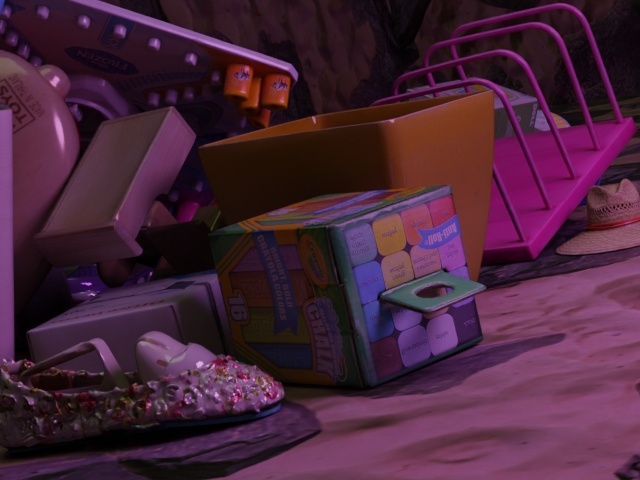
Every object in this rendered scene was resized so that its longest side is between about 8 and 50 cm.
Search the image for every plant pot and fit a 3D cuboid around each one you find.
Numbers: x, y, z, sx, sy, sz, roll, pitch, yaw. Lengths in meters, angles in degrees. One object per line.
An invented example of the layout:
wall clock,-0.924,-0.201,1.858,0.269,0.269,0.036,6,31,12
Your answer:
plant pot,0.041,-0.025,1.429,0.212,0.187,0.212,-6,8,33

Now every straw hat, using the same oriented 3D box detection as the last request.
straw hat,0.302,-0.031,1.565,0.144,0.061,0.144,-12,6,1

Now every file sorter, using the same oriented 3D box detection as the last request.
file sorter,0.180,-0.119,1.685,0.202,0.182,0.291,-8,26,40

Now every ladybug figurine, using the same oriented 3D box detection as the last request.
ladybug figurine,-0.411,-0.013,1.587,0.449,0.305,0.162,-40,-14,12

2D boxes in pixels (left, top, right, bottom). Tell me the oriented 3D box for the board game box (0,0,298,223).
board game box,-0.272,-0.134,1.707,0.390,0.050,0.390,16,-31,-16

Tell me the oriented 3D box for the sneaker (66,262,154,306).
sneaker,-0.265,0.022,2.006,0.095,0.105,0.236,-5,11,41

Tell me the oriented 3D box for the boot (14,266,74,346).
boot,-0.368,0.017,1.725,0.189,0.208,0.076,1,21,26

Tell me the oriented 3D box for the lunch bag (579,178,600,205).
lunch bag,0.276,-0.084,1.920,0.129,0.096,0.151,-6,19,46

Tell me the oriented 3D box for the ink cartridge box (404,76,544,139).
ink cartridge box,0.213,-0.167,1.994,0.109,0.062,0.209,25,26,37

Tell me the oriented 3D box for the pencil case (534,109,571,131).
pencil case,0.247,-0.108,2.096,0.124,0.113,0.273,-17,2,39

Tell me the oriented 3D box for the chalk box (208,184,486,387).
chalk box,0.033,0.035,1.198,0.132,0.132,0.213,-18,8,-38

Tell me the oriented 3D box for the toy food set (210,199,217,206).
toy food set,-0.122,-0.011,2.002,0.104,0.111,0.232,-4,8,11

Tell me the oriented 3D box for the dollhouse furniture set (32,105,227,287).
dollhouse furniture set,-0.146,0.014,1.517,0.212,0.242,0.161,-9,44,35

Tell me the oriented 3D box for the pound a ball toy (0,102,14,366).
pound a ball toy,-0.384,0.037,1.383,0.208,0.319,0.136,-1,10,-18

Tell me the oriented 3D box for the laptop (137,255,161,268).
laptop,-0.051,-0.022,1.757,0.234,0.137,0.264,-7,-18,34

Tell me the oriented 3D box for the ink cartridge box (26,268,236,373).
ink cartridge box,-0.153,0.086,1.342,0.139,0.082,0.190,-11,5,14

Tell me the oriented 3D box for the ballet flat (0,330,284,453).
ballet flat,-0.147,0.109,1.145,0.241,0.077,0.091,-10,6,16
